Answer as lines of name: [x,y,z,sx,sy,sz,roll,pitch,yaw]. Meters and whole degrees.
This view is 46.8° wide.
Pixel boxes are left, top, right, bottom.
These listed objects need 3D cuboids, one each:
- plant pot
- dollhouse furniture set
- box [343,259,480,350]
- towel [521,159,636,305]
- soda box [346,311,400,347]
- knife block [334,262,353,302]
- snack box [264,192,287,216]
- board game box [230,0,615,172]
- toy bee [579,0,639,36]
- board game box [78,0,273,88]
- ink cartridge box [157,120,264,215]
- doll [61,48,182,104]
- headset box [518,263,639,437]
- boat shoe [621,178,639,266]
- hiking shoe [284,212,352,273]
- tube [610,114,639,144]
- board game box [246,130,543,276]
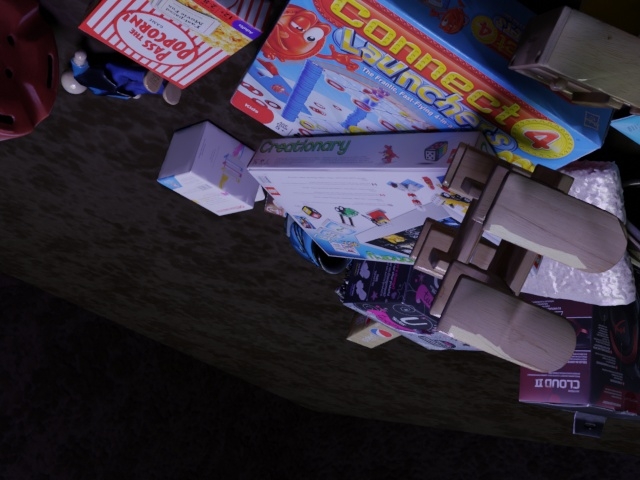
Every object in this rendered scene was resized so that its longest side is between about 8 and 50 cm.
plant pot: [-0.484,-0.213,0.887,0.265,0.273,0.272,-2,155,20]
dollhouse furniture set: [0.195,-0.031,0.577,0.160,0.242,0.212,22,-168,-3]
box: [0.185,0.083,1.297,0.247,0.163,0.142,30,155,-37]
towel: [0.258,-0.020,0.959,0.282,0.049,0.187,8,125,46]
soda box: [0.113,0.161,1.448,0.061,0.058,0.181,21,156,-12]
knife block: [0.172,0.116,1.498,0.275,0.088,0.242,12,160,8]
snack box: [-0.055,-0.082,1.237,0.064,0.022,0.178,14,159,-4]
board game box: [0.088,-0.157,0.777,0.308,0.086,0.302,30,158,-11]
toy bee: [0.278,-0.224,0.516,0.195,0.162,0.298,-22,164,12]
board game box: [-0.168,-0.254,0.836,0.146,0.045,0.193,27,156,-30]
ink cartridge box: [-0.160,-0.105,1.151,0.092,0.090,0.143,-7,152,45]
doll: [-0.282,-0.219,1.001,0.188,0.046,0.129,9,169,32]
headset box: [0.389,0.127,1.049,0.218,0.293,0.110,18,162,-40]
boat shoe: [0.483,0.032,0.850,0.355,0.132,0.130,28,-175,31]
hiking shoe: [0.000,0.000,1.221,0.113,0.132,0.304,-6,160,-4]
tube: [0.427,-0.098,0.838,0.207,0.052,0.080,25,164,-17]
board game box: [0.081,-0.041,0.852,0.305,0.053,0.193,5,150,41]
